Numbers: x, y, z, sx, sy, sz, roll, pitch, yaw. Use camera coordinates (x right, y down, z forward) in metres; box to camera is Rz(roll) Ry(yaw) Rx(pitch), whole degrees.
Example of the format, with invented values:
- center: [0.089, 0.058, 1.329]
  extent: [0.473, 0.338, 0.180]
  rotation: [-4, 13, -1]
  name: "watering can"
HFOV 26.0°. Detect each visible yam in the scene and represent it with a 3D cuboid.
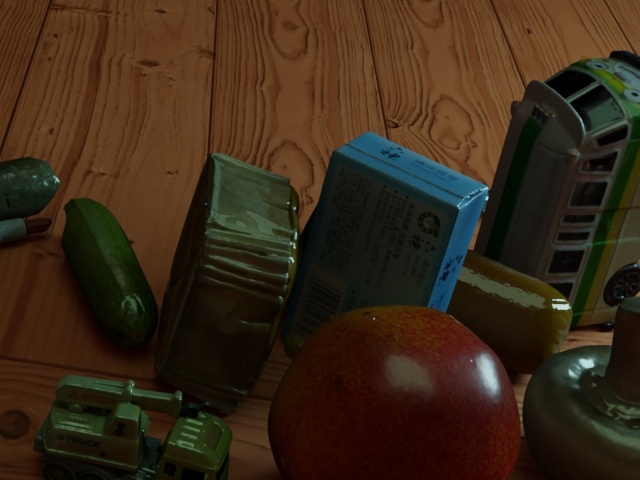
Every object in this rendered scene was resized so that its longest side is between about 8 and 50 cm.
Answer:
- center: [-0.361, -0.051, 1.509]
  extent: [0.146, 0.069, 0.070]
  rotation: [-12, 39, -39]
  name: "yam"

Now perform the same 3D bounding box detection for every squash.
- center: [-0.223, 0.028, 1.438]
  extent: [0.069, 0.069, 0.239]
  rotation: [-1, 34, -25]
  name: "squash"

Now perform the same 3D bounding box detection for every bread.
- center: [-0.085, 0.041, 1.337]
  extent: [0.110, 0.209, 0.192]
  rotation: [14, 30, -10]
  name: "bread"

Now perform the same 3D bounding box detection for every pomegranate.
- center: [0.055, 0.153, 1.218]
  extent: [0.221, 0.220, 0.257]
  rotation: [-8, 29, -34]
  name: "pomegranate"

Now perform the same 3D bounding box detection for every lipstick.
- center: [-0.344, -0.008, 1.479]
  extent: [0.129, 0.030, 0.030]
  rotation: [-11, 39, -37]
  name: "lipstick"

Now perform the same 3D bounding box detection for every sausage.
- center: [0.140, 0.057, 1.515]
  extent: [0.274, 0.105, 0.105]
  rotation: [23, 31, 17]
  name: "sausage"

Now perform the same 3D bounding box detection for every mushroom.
- center: [0.300, 0.150, 1.323]
  extent: [0.207, 0.215, 0.207]
  rotation: [5, 27, -2]
  name: "mushroom"

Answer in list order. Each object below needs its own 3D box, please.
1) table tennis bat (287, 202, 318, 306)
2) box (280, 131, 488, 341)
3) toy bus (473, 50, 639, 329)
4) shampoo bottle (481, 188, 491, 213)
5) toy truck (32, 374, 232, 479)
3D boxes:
- center: [0.000, 0.000, 1.528]
  extent: [0.027, 0.150, 0.236]
  rotation: [26, 8, 8]
  name: "table tennis bat"
- center: [0.062, 0.025, 1.406]
  extent: [0.143, 0.232, 0.083]
  rotation: [27, 28, 20]
  name: "box"
- center: [0.283, -0.052, 1.564]
  extent: [0.179, 0.305, 0.143]
  rotation: [-5, 36, -27]
  name: "toy bus"
- center: [0.275, -0.065, 1.826]
  extent: [0.208, 0.057, 0.063]
  rotation: [-9, 38, -36]
  name: "shampoo bottle"
- center: [-0.159, 0.171, 1.191]
  extent: [0.169, 0.100, 0.077]
  rotation: [16, 32, 4]
  name: "toy truck"
